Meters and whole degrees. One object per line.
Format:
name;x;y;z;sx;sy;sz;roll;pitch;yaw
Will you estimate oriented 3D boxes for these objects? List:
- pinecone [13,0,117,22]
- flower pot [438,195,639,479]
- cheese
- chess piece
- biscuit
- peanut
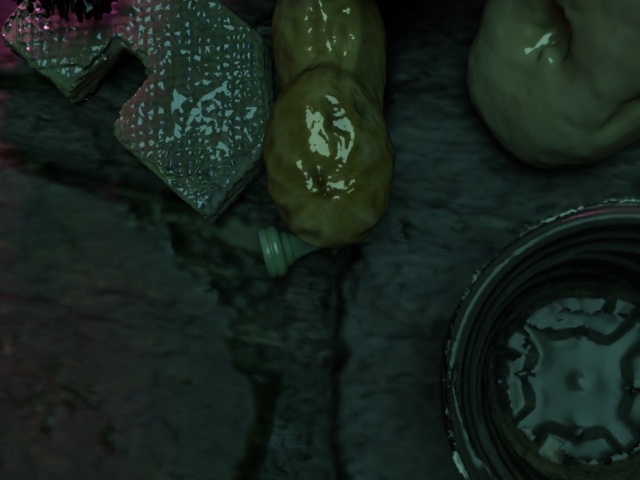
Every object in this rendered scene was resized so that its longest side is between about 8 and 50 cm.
pinecone;-0.195;-0.201;0.567;0.083;0.077;0.077;27;82;-23
flower pot;0.191;0.097;0.496;0.235;0.140;0.235;-1;80;6
cheese;0.245;-0.168;0.544;0.248;0.251;0.174;-11;61;-34
chess piece;0.000;0.000;0.579;0.093;0.042;0.042;-13;79;-4
biscuit;-0.134;-0.143;0.609;0.250;0.046;0.147;42;85;10
peanut;0.006;-0.103;0.555;0.098;0.103;0.229;7;64;-18
